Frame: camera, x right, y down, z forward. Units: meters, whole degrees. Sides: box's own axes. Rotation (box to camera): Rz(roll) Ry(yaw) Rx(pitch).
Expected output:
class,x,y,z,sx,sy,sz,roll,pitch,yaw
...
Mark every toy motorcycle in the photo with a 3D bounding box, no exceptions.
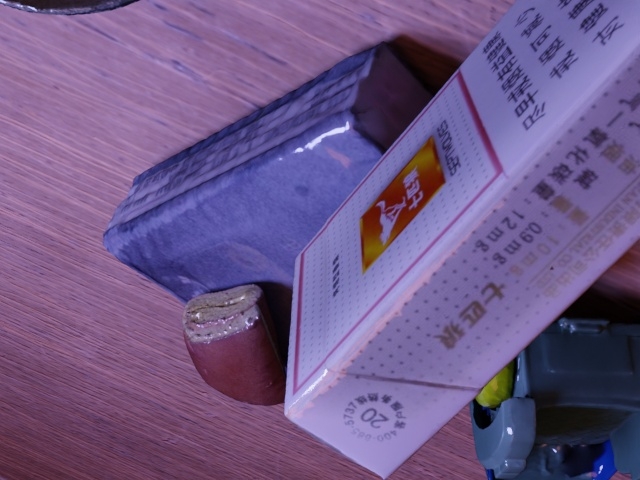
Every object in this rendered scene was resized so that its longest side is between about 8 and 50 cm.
class,x,y,z,sx,sy,sz,roll,pitch,yaw
toy motorcycle,0.244,0.214,0.953,0.191,0.200,0.326,2,149,-2

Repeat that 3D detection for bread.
class,x,y,z,sx,sy,sz,roll,pitch,yaw
bread,-0.094,0.112,0.936,0.119,0.067,0.192,11,145,19

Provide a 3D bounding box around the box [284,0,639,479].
class,x,y,z,sx,sy,sz,roll,pitch,yaw
box,0.109,-0.028,0.594,0.095,0.210,0.330,35,112,-16

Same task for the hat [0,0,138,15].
class,x,y,z,sx,sy,sz,roll,pitch,yaw
hat,-0.164,-0.267,0.610,0.257,0.257,0.130,26,177,-2

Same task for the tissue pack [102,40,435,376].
class,x,y,z,sx,sy,sz,roll,pitch,yaw
tissue pack,0.000,0.000,0.896,0.394,0.124,0.288,-19,127,45
